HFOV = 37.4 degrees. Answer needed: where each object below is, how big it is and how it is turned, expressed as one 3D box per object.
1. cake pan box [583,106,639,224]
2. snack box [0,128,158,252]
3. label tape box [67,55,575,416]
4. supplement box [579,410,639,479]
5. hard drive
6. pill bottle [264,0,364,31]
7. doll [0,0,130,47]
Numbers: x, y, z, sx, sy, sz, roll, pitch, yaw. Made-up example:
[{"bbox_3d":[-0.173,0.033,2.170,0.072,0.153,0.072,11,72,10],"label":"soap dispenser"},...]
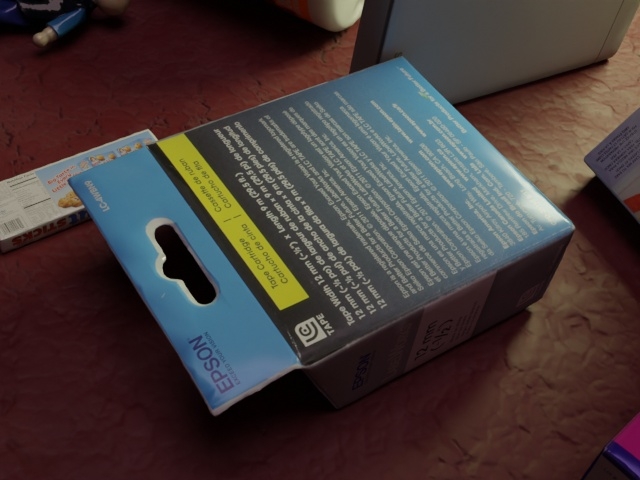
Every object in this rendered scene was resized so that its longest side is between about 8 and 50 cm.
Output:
[{"bbox_3d":[0.421,-0.075,0.868,0.070,0.267,0.246,19,33,-54],"label":"cake pan box"},{"bbox_3d":[-0.220,-0.048,0.865,0.178,0.022,0.064,-25,58,-27],"label":"snack box"},{"bbox_3d":[0.000,0.000,0.809,0.347,0.115,0.249,-25,58,-24],"label":"label tape box"},{"bbox_3d":[0.304,0.160,0.727,0.220,0.114,0.111,-32,62,-30],"label":"supplement box"},{"bbox_3d":[0.200,-0.249,0.971,0.353,0.233,0.047,-18,56,-24],"label":"hard drive"},{"bbox_3d":[-0.108,-0.408,1.056,0.392,0.224,0.224,26,51,12],"label":"pill bottle"},{"bbox_3d":[-0.298,-0.253,1.006,0.189,0.046,0.129,-2,51,-8],"label":"doll"}]
